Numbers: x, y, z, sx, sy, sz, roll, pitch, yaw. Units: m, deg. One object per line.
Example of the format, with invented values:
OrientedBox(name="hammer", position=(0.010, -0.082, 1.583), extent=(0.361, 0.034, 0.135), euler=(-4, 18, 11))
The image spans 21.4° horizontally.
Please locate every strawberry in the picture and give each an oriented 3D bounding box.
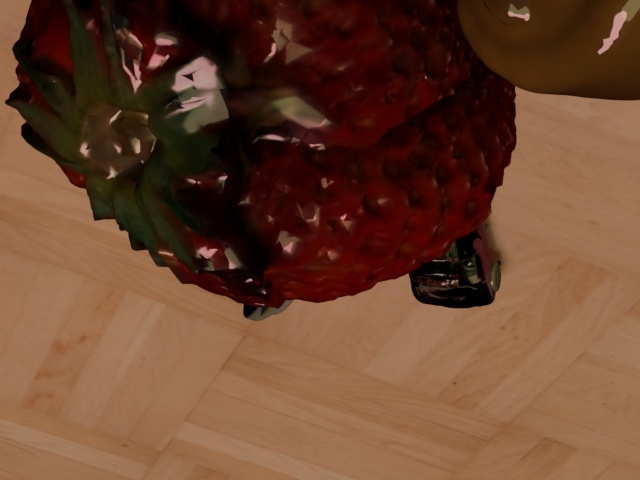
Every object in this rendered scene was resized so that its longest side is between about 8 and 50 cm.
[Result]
OrientedBox(name="strawberry", position=(-0.017, -0.100, 0.992), extent=(0.238, 0.288, 0.250), euler=(16, 130, 45))

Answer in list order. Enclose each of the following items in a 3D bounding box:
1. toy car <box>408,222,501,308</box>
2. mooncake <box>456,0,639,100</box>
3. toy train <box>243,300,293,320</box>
OrientedBox(name="toy car", position=(0.093, 0.010, 1.273), extent=(0.069, 0.055, 0.142), euler=(1, 142, 19))
OrientedBox(name="mooncake", position=(0.140, -0.196, 0.829), extent=(0.117, 0.235, 0.235), euler=(3, 151, -30))
OrientedBox(name="toy train", position=(0.000, 0.000, 1.287), extent=(0.051, 0.052, 0.234), euler=(16, 144, -15))
